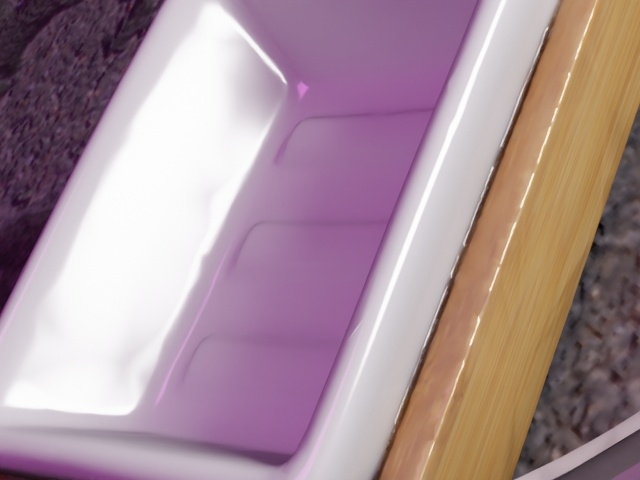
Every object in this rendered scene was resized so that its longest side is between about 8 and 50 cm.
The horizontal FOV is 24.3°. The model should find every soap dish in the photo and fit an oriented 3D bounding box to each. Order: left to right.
[{"bbox_3d":[0.000,0.000,0.604,0.229,0.118,0.291,0,57,42],"label":"soap dish"}]

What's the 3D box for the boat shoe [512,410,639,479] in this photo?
[{"bbox_3d":[0.089,0.121,0.424,0.335,0.112,0.095,-38,34,5],"label":"boat shoe"}]
